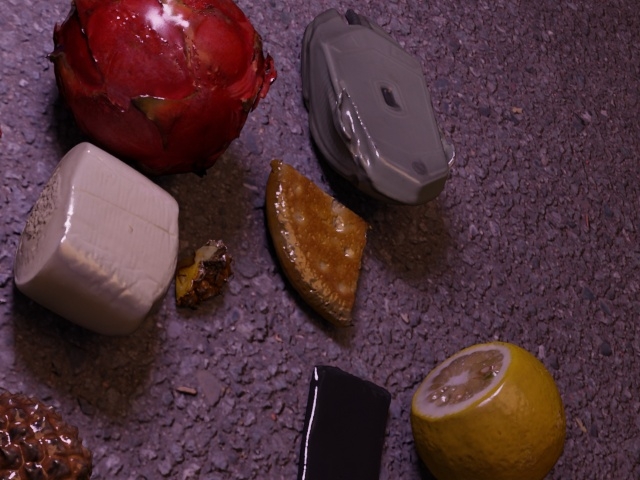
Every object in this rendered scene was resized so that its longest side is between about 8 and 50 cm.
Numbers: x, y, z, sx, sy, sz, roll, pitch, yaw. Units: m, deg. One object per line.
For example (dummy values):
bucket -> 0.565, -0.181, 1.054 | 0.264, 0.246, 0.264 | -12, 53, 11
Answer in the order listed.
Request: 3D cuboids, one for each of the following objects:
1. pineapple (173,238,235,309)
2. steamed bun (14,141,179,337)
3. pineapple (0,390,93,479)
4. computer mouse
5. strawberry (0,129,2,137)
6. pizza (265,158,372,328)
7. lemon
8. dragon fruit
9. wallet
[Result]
pineapple -> -0.166, 0.034, 1.765 | 0.077, 0.114, 0.114 | 47, 39, 17
steamed bun -> -0.298, 0.010, 1.624 | 0.200, 0.155, 0.250 | 32, 44, -26
pineapple -> -0.372, 0.255, 1.436 | 0.193, 0.166, 0.166 | 42, 46, 2
computer mouse -> 0.081, -0.211, 2.069 | 0.228, 0.145, 0.429 | 7, 51, -29
strawberry -> -0.523, -0.173, 1.585 | 0.208, 0.087, 0.167 | 52, 25, -27
pizza -> 0.000, 0.000, 1.942 | 0.197, 0.058, 0.292 | -20, 83, -45
lemon -> 0.269, 0.293, 1.887 | 0.219, 0.240, 0.240 | 58, 44, -17
dragon fruit -> -0.225, -0.243, 1.737 | 0.301, 0.295, 0.295 | 36, 47, -1
wallet -> 0.031, 0.327, 1.812 | 0.146, 0.030, 0.285 | 26, 52, -23
